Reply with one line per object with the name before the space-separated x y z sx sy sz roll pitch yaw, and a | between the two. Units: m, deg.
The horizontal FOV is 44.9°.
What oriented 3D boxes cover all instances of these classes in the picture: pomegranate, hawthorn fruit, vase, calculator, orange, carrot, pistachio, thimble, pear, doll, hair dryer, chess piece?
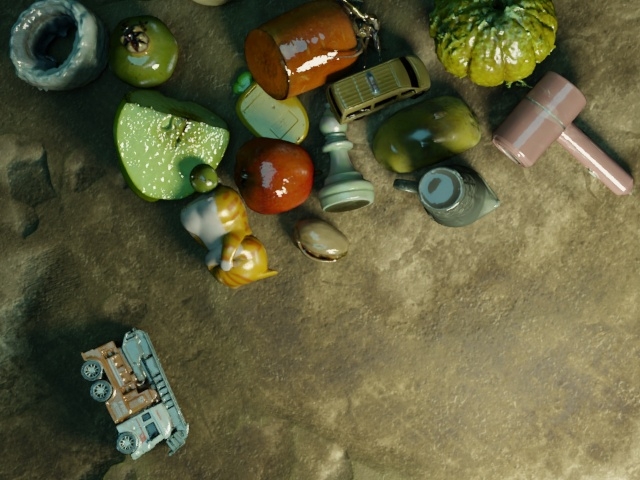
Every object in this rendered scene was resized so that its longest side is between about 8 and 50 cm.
pomegranate | -0.278 -0.152 1.872 0.073 0.084 0.073 7 112 18
hawthorn fruit | -0.094 -0.160 1.909 0.226 0.196 0.196 -5 92 -24
vase | 0.286 -0.112 1.803 0.251 0.301 0.156 11 93 15
calculator | -0.130 -0.332 1.963 0.235 0.032 0.146 44 96 5
pomegranate | -0.441 -0.458 1.910 0.179 0.210 0.179 0 117 0
orange | 0.405 -0.513 1.790 0.300 0.223 0.301 26 89 16
carrot | -0.007 -0.472 1.854 0.331 0.214 0.193 -23 103 -7
pistachio | 0.000 0.000 1.931 0.149 0.113 0.113 23 95 -10
thimble | -0.657 -0.486 1.947 0.250 0.172 0.205 -42 89 5
pear | -0.386 -0.223 1.927 0.292 0.159 0.292 -6 111 -15
doll | -0.235 -0.009 1.918 0.167 0.162 0.269 -17 95 34
hair dryer | 0.603 -0.210 1.850 0.352 0.125 0.210 41 97 -3
chess piece | 0.043 -0.213 1.914 0.139 0.139 0.271 -13 79 7

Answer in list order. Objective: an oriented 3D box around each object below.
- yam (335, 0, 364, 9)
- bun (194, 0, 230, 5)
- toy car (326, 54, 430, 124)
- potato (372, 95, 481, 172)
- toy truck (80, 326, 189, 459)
yam | 0.053 -0.696 1.894 0.106 0.106 0.259 -5 92 7
bun | -0.267 -0.700 1.912 0.229 0.145 0.229 0 89 9
toy car | 0.145 -0.372 1.863 0.257 0.124 0.101 -23 86 -6
potato | 0.254 -0.262 1.885 0.272 0.111 0.160 -19 92 7
toy truck | -0.466 0.403 1.982 0.184 0.133 0.338 -27 87 -10
